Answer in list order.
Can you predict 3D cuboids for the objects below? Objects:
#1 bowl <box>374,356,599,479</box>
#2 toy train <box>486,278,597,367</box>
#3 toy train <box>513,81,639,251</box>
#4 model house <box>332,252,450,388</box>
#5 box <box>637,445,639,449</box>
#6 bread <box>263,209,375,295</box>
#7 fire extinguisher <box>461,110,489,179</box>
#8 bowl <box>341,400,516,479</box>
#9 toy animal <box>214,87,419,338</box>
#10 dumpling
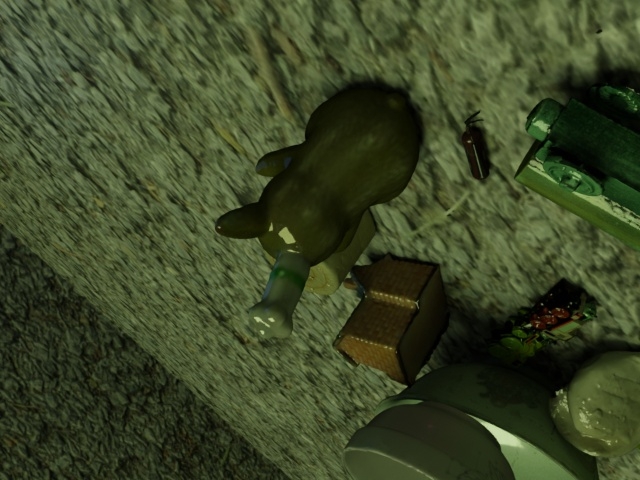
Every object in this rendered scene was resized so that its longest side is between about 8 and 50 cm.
[{"bbox_3d":[0.335,0.348,1.264,0.434,0.196,0.435,26,149,17],"label":"bowl"},{"bbox_3d":[0.352,0.140,1.098,0.085,0.053,0.250,27,150,-1],"label":"toy train"},{"bbox_3d":[0.364,-0.061,0.758,0.307,0.126,0.189,31,-178,7],"label":"toy train"},{"bbox_3d":[0.111,0.138,1.206,0.172,0.183,0.167,13,142,30],"label":"model house"},{"bbox_3d":[0.611,0.281,1.039,0.187,0.047,0.335,40,149,-7],"label":"box"},{"bbox_3d":[0.000,0.000,1.168,0.148,0.141,0.134,22,151,25],"label":"bread"},{"bbox_3d":[0.202,-0.115,0.890,0.032,0.046,0.100,-1,137,28],"label":"fire extinguisher"},{"bbox_3d":[0.189,0.362,1.093,0.286,0.144,0.287,26,149,17],"label":"bowl"},{"bbox_3d":[-0.016,-0.049,0.921,0.181,0.363,0.180,44,164,-7],"label":"toy animal"},{"bbox_3d":[0.451,0.250,1.056,0.150,0.176,0.092,60,174,2],"label":"dumpling"}]
